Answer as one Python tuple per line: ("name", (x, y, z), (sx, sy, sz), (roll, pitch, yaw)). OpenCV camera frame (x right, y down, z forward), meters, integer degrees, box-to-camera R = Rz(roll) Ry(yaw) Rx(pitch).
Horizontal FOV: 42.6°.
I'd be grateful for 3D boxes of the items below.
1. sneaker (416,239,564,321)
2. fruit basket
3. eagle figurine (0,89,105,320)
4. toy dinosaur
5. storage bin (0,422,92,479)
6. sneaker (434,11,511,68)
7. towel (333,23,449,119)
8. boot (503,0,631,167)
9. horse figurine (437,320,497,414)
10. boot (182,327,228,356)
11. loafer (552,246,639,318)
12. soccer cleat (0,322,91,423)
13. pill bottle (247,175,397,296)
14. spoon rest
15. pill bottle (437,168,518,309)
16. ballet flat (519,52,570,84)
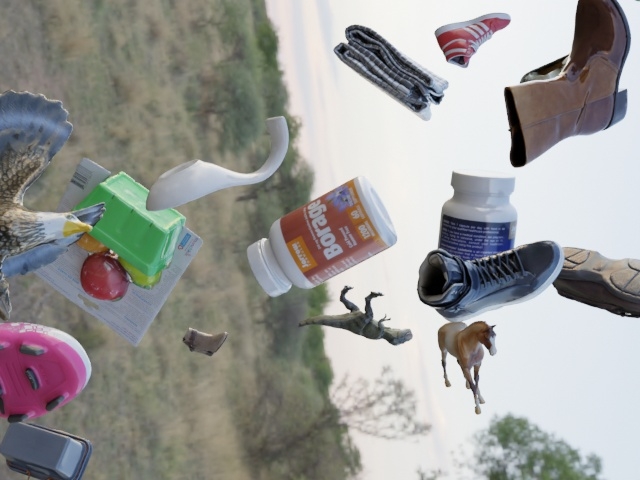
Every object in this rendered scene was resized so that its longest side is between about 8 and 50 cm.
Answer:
("sneaker", (0.257, 0.049, 1.272), (0.163, 0.226, 0.086), (34, 32, -52))
("fruit basket", (-0.475, 0.030, 1.889), (0.353, 0.327, 0.165), (-55, 179, 32))
("eagle figurine", (-0.392, -0.029, 1.029), (0.226, 0.225, 0.298), (-53, -160, 20))
("toy dinosaur", (0.086, 0.169, 1.898), (0.064, 0.268, 0.118), (-16, 115, -82))
("storage bin", (-0.462, 0.351, 1.353), (0.091, 0.135, 0.098), (88, 18, -65))
("sneaker", (0.237, -0.301, 1.241), (0.042, 0.118, 0.067), (76, 0, -72))
("towel", (0.192, -0.438, 2.125), (0.283, 0.121, 0.235), (37, 11, 11))
("boot", (0.413, -0.290, 1.433), (0.096, 0.280, 0.264), (27, -49, 51))
("horse figurine", (0.277, 0.221, 1.593), (0.263, 0.066, 0.175), (-137, -142, -79))
("boot", (-0.287, 0.240, 2.007), (0.118, 0.087, 0.042), (-49, -167, 39))
("loafer", (0.547, 0.090, 1.517), (0.302, 0.109, 0.095), (23, -41, 54))
("soccer cleat", (-0.394, 0.142, 0.939), (0.143, 0.331, 0.116), (-65, 136, -64))
("pill bottle", (0.000, 0.000, 1.269), (0.121, 0.216, 0.121), (57, 13, -21))
("spoon rest", (-0.162, -0.110, 1.345), (0.137, 0.276, 0.084), (5, -56, 58))
("pill bottle", (0.310, -0.005, 1.634), (0.153, 0.153, 0.265), (-108, -159, -76))
("ballet flat", (0.542, -0.376, 1.836), (0.068, 0.213, 0.072), (-25, 94, -48))
